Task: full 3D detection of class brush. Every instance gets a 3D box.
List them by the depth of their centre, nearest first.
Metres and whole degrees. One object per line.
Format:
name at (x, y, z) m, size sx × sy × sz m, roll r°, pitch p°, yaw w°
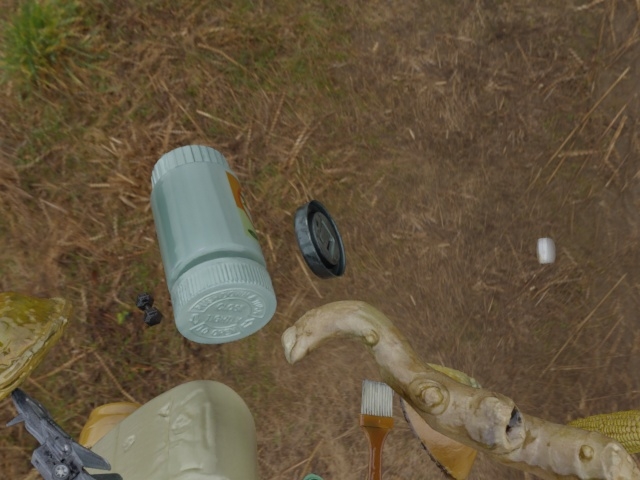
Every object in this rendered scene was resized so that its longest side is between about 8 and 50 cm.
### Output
brush at (0.100, 0.416, 1.247) m, size 0.017 × 0.090 × 0.314 m, roll -16°, pitch 64°, yaw 47°

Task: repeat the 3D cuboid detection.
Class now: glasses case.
glasses case at (0.551, 0.026, 1.662) m, size 0.041 × 0.164 × 0.063 m, roll -3°, pitch 88°, yaw 23°

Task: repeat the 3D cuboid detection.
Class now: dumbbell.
dumbbell at (-0.355, 0.141, 1.404) m, size 0.036 × 0.040 × 0.083 m, roll -43°, pitch 42°, yaw -3°

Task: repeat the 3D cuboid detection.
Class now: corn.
corn at (0.672, 0.456, 1.594) m, size 0.106 × 0.305 × 0.106 m, roll 9°, pitch 63°, yaw -18°

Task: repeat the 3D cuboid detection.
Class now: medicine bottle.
medicine bottle at (-0.184, -0.004, 1.109) m, size 0.158 × 0.158 × 0.318 m, roll -25°, pitch 53°, yaw 5°

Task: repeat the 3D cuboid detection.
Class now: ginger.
ginger at (0.098, 0.120, 0.529) m, size 0.288 × 0.089 × 0.075 m, roll 26°, pitch 80°, yaw 17°

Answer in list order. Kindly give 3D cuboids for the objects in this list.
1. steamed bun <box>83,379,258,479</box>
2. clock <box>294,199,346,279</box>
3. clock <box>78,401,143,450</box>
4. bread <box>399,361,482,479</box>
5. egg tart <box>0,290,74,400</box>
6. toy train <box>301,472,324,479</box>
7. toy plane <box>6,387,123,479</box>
steamed bun at (-0.320, 0.560, 1.461) m, size 0.456 × 0.371 × 0.290 m, roll -35°, pitch 117°, yaw 13°
clock at (0.000, 0.000, 1.878) m, size 0.049 × 0.226 × 0.226 m, roll -21°, pitch 73°, yaw 22°
clock at (-0.517, 0.555, 1.849) m, size 0.244 × 0.317 × 0.200 m, roll -10°, pitch 51°, yaw 6°
bread at (0.290, 0.405, 1.548) m, size 0.163 × 0.204 × 0.262 m, roll -30°, pitch 111°, yaw 28°
egg tart at (-0.609, 0.189, 1.265) m, size 0.319 × 0.319 × 0.128 m, roll -32°, pitch 114°, yaw 3°
toy train at (0.032, 0.471, 1.098) m, size 0.101 × 0.248 × 0.159 m, roll -51°, pitch 32°, yaw 30°
toy plane at (-0.465, 0.359, 1.173) m, size 0.267 × 0.088 × 0.212 m, roll 41°, pitch 131°, yaw 8°
